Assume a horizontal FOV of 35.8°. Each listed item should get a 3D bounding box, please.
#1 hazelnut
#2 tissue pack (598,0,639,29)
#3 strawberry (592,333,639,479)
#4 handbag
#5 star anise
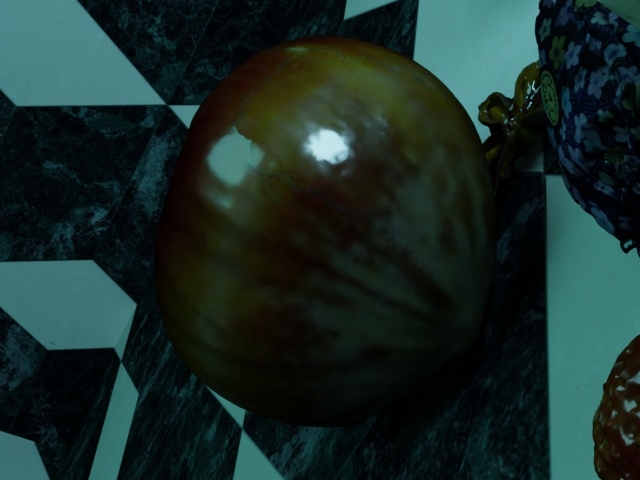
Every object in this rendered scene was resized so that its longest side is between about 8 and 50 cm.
[{"bbox_3d":[0.000,0.000,1.020,0.359,0.359,0.410,-115,35,-66],"label":"hazelnut"},{"bbox_3d":[0.309,-0.261,0.527,0.207,0.297,0.381,-19,49,61],"label":"tissue pack"},{"bbox_3d":[0.242,0.093,0.598,0.236,0.106,0.175,-61,20,16],"label":"strawberry"},{"bbox_3d":[0.229,-0.100,0.726,0.229,0.126,0.208,-101,-2,-47],"label":"handbag"},{"bbox_3d":[0.211,-0.135,1.035,0.212,0.053,0.157,-53,24,42],"label":"star anise"}]
